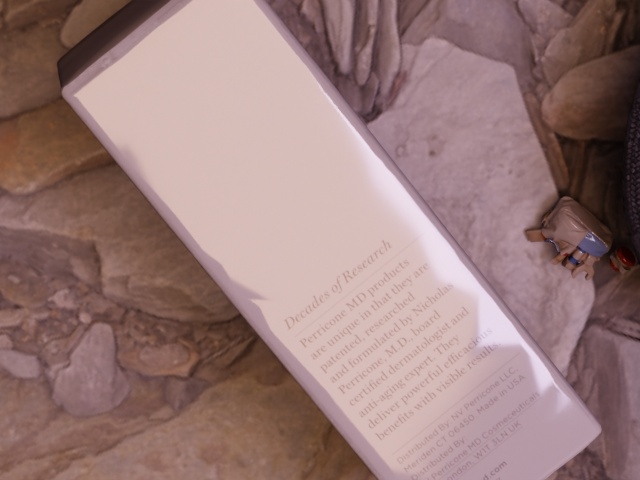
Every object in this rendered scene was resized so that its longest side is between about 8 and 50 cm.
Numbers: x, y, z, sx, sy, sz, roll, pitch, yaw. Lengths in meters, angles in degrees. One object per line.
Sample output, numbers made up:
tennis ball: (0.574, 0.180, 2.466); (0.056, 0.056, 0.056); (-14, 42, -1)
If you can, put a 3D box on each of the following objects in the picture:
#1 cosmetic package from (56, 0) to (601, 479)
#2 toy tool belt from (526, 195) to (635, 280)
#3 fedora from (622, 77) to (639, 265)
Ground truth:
cosmetic package: (0.000, 0.000, 1.521); (0.161, 0.230, 0.453); (-38, 103, 0)
toy tool belt: (0.217, 0.006, 1.653); (0.083, 0.052, 0.051); (40, 124, -10)
fedora: (0.373, -0.083, 1.601); (0.334, 0.152, 0.334); (-2, 104, -8)
